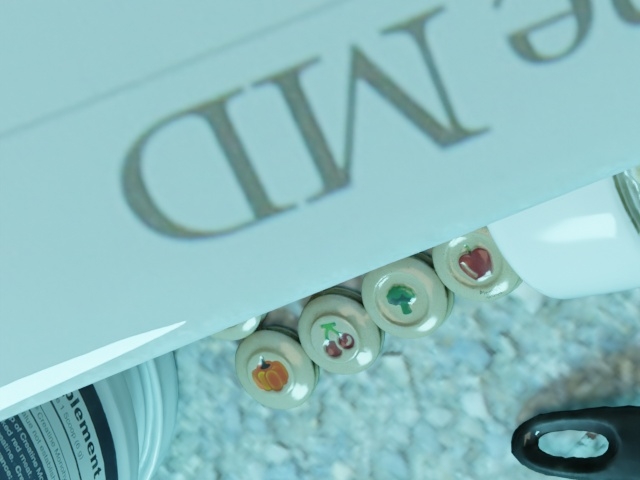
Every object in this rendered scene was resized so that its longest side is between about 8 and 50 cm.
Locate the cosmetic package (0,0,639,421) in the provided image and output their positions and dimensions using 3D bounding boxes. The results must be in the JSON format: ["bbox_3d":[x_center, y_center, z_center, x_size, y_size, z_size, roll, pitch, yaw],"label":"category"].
[{"bbox_3d":[-0.028,-0.244,0.365,0.329,0.327,0.394,-22,123,5],"label":"cosmetic package"}]

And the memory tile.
[{"bbox_3d":[0.000,0.000,0.748,0.148,0.012,0.113,-31,97,31],"label":"memory tile"}]

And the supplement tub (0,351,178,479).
[{"bbox_3d":[-0.189,0.102,0.721,0.191,0.272,0.191,9,115,20],"label":"supplement tub"}]

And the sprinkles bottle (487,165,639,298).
[{"bbox_3d":[0.219,-0.070,0.557,0.355,0.121,0.121,-12,106,27],"label":"sprinkles bottle"}]

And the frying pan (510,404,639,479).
[{"bbox_3d":[0.226,0.096,0.637,0.326,0.053,0.197,-33,64,37],"label":"frying pan"}]
